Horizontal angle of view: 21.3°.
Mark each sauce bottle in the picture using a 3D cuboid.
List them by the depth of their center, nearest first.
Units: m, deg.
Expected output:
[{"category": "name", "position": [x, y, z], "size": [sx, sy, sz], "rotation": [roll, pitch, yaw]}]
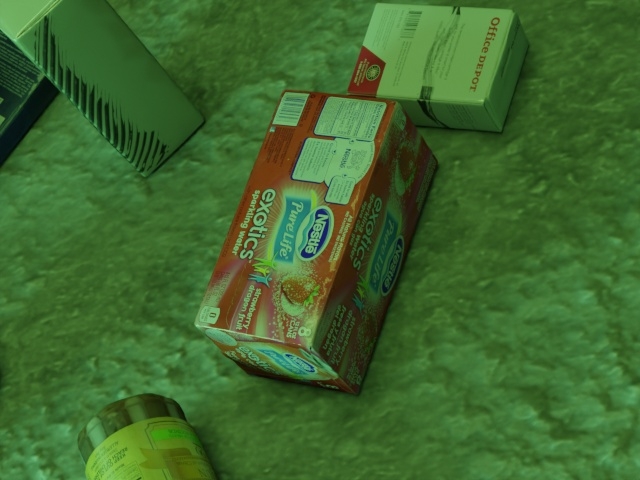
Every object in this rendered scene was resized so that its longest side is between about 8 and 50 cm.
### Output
[{"category": "sauce bottle", "position": [-0.110, 0.293, 1.488], "size": [0.111, 0.111, 0.344], "rotation": [-33, 56, 5]}]

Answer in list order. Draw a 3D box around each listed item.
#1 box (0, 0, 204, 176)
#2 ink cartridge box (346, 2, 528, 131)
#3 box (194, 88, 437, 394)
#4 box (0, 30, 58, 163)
[{"category": "box", "position": [-0.231, -0.184, 1.704], "size": [0.094, 0.275, 0.113], "rotation": [-44, 54, -3]}, {"category": "ink cartridge box", "position": [0.116, -0.170, 1.665], "size": [0.150, 0.063, 0.109], "rotation": [8, 66, 28]}, {"category": "box", "position": [0.000, 0.000, 1.588], "size": [0.128, 0.122, 0.257], "rotation": [8, 67, 29]}, {"category": "box", "position": [-0.374, -0.159, 1.904], "size": [0.136, 0.036, 0.225], "rotation": [31, 81, 34]}]
